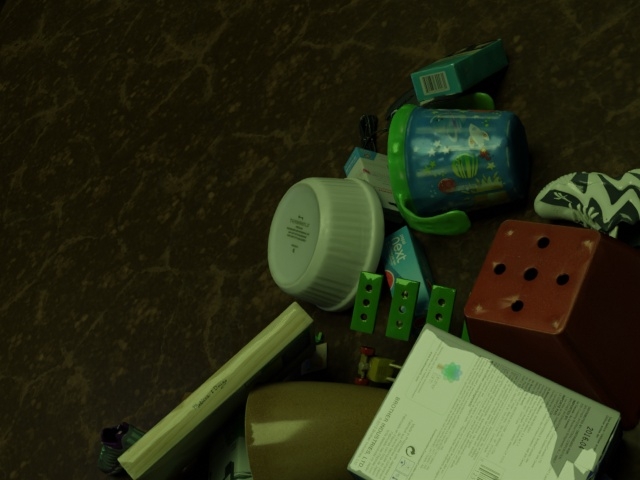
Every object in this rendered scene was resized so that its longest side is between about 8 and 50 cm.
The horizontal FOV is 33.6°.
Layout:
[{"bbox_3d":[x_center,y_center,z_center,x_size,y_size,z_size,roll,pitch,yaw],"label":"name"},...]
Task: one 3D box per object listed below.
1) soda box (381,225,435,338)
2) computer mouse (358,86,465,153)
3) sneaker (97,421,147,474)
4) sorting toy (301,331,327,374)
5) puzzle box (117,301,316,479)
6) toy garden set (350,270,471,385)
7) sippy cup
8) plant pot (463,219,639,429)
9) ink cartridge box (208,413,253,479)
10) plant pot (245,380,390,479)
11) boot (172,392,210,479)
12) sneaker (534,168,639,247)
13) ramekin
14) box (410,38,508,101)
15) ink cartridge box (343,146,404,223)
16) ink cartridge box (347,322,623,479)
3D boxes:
[{"bbox_3d":[0.172,0.078,2.006,0.071,0.067,0.210,-30,44,18],"label":"soda box"},{"bbox_3d":[0.182,-0.251,2.253,0.262,0.060,0.184,-19,48,28],"label":"computer mouse"},{"bbox_3d":[-0.419,0.414,2.168,0.223,0.098,0.083,-31,27,48],"label":"sneaker"},{"bbox_3d":[-0.014,0.221,2.089,0.062,0.012,0.083,-21,48,26],"label":"sorting toy"},{"bbox_3d":[-0.173,0.289,1.922,0.409,0.272,0.052,-41,77,-11],"label":"puzzle box"},{"bbox_3d":[0.176,0.175,1.891,0.244,0.049,0.204,11,94,18],"label":"toy garden set"},{"bbox_3d":[0.270,-0.150,2.001,0.224,0.240,0.306,-4,81,26],"label":"sippy cup"},{"bbox_3d":[0.382,0.107,1.686,0.267,0.236,0.267,9,65,42],"label":"plant pot"},{"bbox_3d":[-0.141,0.445,1.925,0.153,0.086,0.208,-51,31,44],"label":"ink cartridge box"},{"bbox_3d":[0.029,0.341,1.826,0.254,0.237,0.237,-12,51,15],"label":"plant pot"},{"bbox_3d":[-0.235,0.440,2.074,0.264,0.096,0.280,1,53,49],"label":"boot"},{"bbox_3d":[0.475,-0.034,1.823,0.235,0.094,0.153,-3,49,26],"label":"sneaker"},{"bbox_3d":[0.000,0.000,2.082,0.273,0.127,0.273,-29,55,54],"label":"ramekin"},{"bbox_3d":[0.284,-0.346,2.141,0.100,0.060,0.244,-8,16,35],"label":"box"},{"bbox_3d":[0.122,-0.100,2.144,0.062,0.104,0.181,-57,33,34],"label":"ink cartridge box"},{"bbox_3d":[0.279,0.338,1.602,0.395,0.151,0.270,24,75,26],"label":"ink cartridge box"}]
